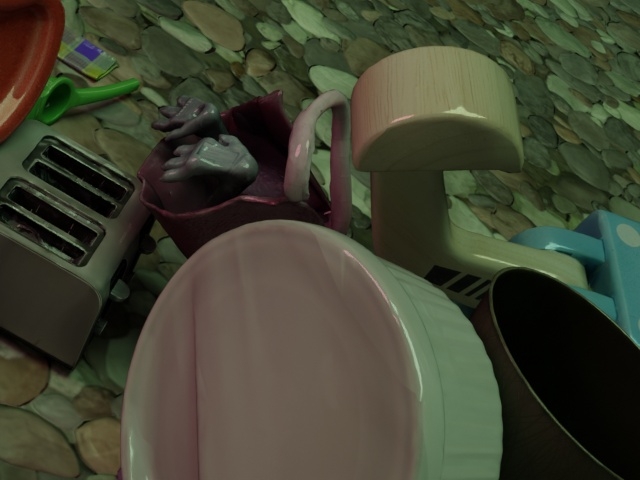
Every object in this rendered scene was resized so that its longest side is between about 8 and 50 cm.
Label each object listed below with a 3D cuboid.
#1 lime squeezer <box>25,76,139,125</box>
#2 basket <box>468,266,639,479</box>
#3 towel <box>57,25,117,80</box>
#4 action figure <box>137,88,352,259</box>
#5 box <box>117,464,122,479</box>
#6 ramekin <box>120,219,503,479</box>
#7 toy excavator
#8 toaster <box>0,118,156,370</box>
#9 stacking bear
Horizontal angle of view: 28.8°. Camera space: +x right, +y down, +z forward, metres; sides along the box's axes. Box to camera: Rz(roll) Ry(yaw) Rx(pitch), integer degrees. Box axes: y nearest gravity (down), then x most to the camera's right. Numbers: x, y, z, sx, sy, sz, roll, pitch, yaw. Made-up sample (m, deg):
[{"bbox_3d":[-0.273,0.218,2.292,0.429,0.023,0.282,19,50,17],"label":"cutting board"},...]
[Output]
[{"bbox_3d":[-0.313,-0.154,1.292,0.310,0.058,0.110,4,15,-35],"label":"lime squeezer"},{"bbox_3d":[0.132,0.169,0.905,0.154,0.227,0.204,-9,55,-49],"label":"basket"},{"bbox_3d":[-0.276,-0.215,1.417,0.083,0.009,0.060,35,34,0],"label":"towel"},{"bbox_3d":[-0.007,0.032,1.119,0.370,0.276,0.248,58,37,-24],"label":"action figure"},{"bbox_3d":[-0.023,0.257,0.975,0.214,0.117,0.243,11,41,-31],"label":"box"},{"bbox_3d":[-0.002,0.126,0.828,0.127,0.273,0.273,12,40,-47],"label":"ramekin"},{"bbox_3d":[0.169,0.058,1.110,0.445,0.433,0.222,15,48,-19],"label":"toy excavator"},{"bbox_3d":[-0.247,-0.003,1.101,0.186,0.110,0.168,31,34,-6],"label":"toaster"},{"bbox_3d":[-0.398,-0.180,1.094,0.289,0.164,0.175,16,3,30],"label":"stacking bear"}]
